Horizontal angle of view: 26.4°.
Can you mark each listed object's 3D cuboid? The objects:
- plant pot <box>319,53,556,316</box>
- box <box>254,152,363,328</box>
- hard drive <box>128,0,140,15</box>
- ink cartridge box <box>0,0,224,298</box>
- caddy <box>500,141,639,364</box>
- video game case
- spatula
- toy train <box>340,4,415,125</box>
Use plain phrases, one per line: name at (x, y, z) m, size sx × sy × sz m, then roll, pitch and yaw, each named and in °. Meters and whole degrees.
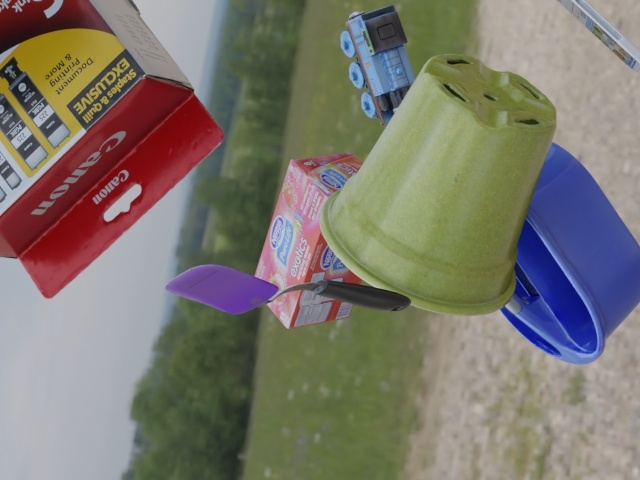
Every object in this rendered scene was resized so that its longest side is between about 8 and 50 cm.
plant pot at (0.170, -0.087, 1.734) m, size 0.276 × 0.276 × 0.253 m, roll -85°, pitch 15°, yaw -59°
box at (0.000, 0.000, 2.158) m, size 0.122 × 0.128 × 0.256 m, roll 47°, pitch 132°, yaw 38°
hard drive at (-0.372, -0.289, 1.821) m, size 0.255 × 0.172 × 0.054 m, roll -36°, pitch -5°, yaw 30°
ink cartridge box at (-0.310, -0.126, 1.543) m, size 0.309 × 0.272 × 0.130 m, roll -42°, pitch -15°, yaw 14°
caddy at (0.314, 0.023, 1.985) m, size 0.179 × 0.341 × 0.241 m, roll -38°, pitch 6°, yaw -22°
video game case at (0.277, -0.216, 1.364) m, size 0.011 × 0.122 × 0.087 m, roll -46°, pitch -6°, yaw 7°
spatula at (-0.017, 0.054, 1.404) m, size 0.084 × 0.297 × 0.030 m, roll -31°, pitch 63°, yaw 45°
toy train at (0.092, -0.262, 2.052) m, size 0.105 × 0.080 × 0.184 m, roll -8°, pitch 102°, yaw 68°
